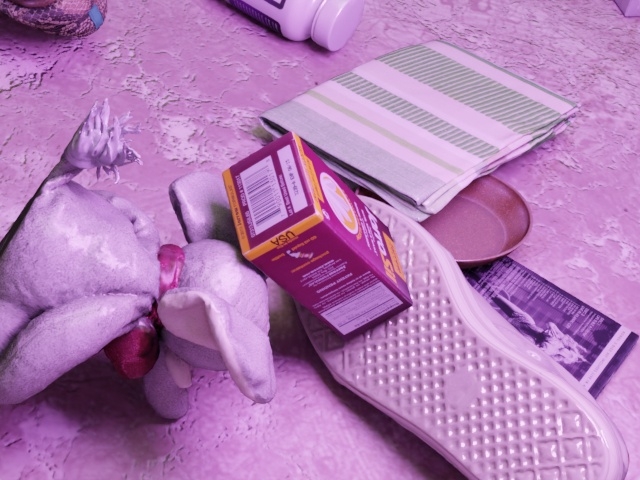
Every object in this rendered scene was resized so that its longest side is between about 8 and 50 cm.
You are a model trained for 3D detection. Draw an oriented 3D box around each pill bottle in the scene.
[{"bbox_3d":[-0.044,-0.321,1.648,0.193,0.108,0.108,33,48,17],"label":"pill bottle"}]

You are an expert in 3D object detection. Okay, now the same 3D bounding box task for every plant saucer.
[{"bbox_3d":[0.134,-0.023,1.435,0.198,0.036,0.198,5,34,-3],"label":"plant saucer"}]

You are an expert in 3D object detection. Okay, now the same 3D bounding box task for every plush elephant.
[{"bbox_3d":[-0.163,0.057,1.158,0.255,0.330,0.272,31,30,-14],"label":"plush elephant"}]

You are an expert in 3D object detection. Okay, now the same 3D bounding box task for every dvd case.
[{"bbox_3d":[0.208,0.092,1.372,0.221,0.018,0.164,32,46,18],"label":"dvd case"}]

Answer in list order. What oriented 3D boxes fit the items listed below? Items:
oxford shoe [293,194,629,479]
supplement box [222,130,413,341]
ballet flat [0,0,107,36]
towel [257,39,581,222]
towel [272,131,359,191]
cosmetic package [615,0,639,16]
[{"bbox_3d":[0.124,0.117,1.262,0.449,0.169,0.130,43,7,35],"label":"oxford shoe"},{"bbox_3d":[0.000,0.000,1.192,0.081,0.188,0.104,-29,51,16],"label":"supplement box"},{"bbox_3d":[-0.453,-0.380,1.564,0.483,0.182,0.164,34,82,15],"label":"ballet flat"},{"bbox_3d":[0.126,-0.144,1.536,0.248,0.038,0.325,32,44,28],"label":"towel"},{"bbox_3d":[0.031,-0.098,1.515,0.152,0.023,0.113,-16,54,-30],"label":"towel"},{"bbox_3d":[0.454,-0.443,1.879,0.107,0.127,0.238,-3,46,-17],"label":"cosmetic package"}]
